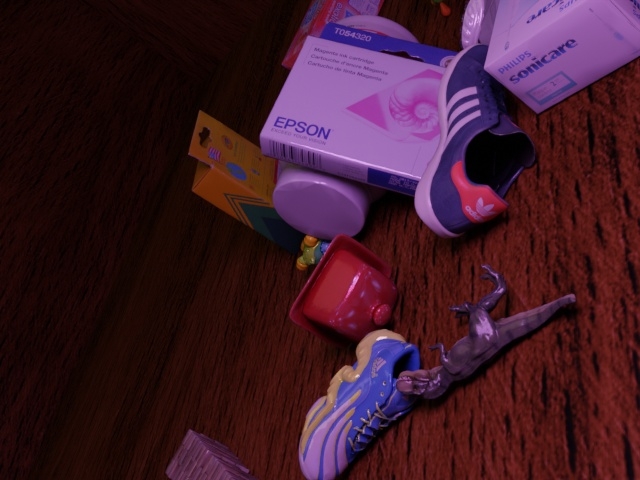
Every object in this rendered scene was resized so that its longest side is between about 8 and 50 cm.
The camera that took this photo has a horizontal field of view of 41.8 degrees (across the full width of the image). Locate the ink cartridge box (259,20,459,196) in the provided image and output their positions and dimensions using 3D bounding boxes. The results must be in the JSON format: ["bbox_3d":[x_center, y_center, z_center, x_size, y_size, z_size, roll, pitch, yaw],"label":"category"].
[{"bbox_3d":[0.104,-0.246,1.432,0.071,0.324,0.330,84,-156,-61],"label":"ink cartridge box"}]

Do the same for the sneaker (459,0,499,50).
[{"bbox_3d":[0.312,-0.448,1.427,0.108,0.100,0.271,13,110,34],"label":"sneaker"}]

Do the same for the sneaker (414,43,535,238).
[{"bbox_3d":[0.254,-0.166,1.248,0.148,0.131,0.350,-20,47,47],"label":"sneaker"}]

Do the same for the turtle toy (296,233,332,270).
[{"bbox_3d":[0.000,0.000,1.626,0.095,0.066,0.130,110,176,-45],"label":"turtle toy"}]

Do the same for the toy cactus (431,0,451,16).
[{"bbox_3d":[0.255,-0.560,1.739,0.180,0.219,0.112,-40,66,39],"label":"toy cactus"}]

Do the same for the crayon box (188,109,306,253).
[{"bbox_3d":[-0.157,-0.127,1.802,0.081,0.318,0.202,-46,23,27],"label":"crayon box"}]

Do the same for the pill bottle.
[{"bbox_3d":[0.053,-0.214,1.591,0.229,0.229,0.407,-29,35,51],"label":"pill bottle"}]

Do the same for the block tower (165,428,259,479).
[{"bbox_3d":[-0.167,0.408,1.380,0.097,0.091,0.335,-62,21,-10],"label":"block tower"}]

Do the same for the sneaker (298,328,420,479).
[{"bbox_3d":[0.059,0.228,1.140,0.126,0.091,0.240,-7,52,63],"label":"sneaker"}]

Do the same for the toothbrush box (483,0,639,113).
[{"bbox_3d":[0.379,-0.368,1.236,0.216,0.126,0.295,-30,33,48],"label":"toothbrush box"}]

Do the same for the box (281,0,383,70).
[{"bbox_3d":[0.039,-0.563,2.232,0.142,0.154,0.300,-24,40,56],"label":"box"}]

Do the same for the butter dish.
[{"bbox_3d":[0.061,0.096,1.287,0.118,0.160,0.160,28,85,46],"label":"butter dish"}]

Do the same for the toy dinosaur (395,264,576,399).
[{"bbox_3d":[0.204,0.105,1.047,0.268,0.064,0.118,-41,33,32],"label":"toy dinosaur"}]
